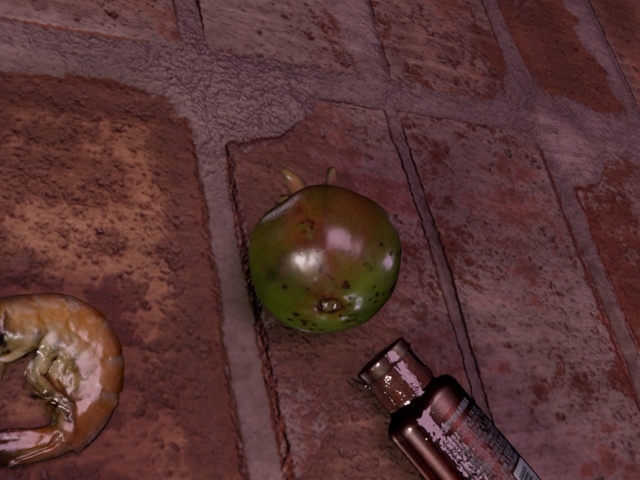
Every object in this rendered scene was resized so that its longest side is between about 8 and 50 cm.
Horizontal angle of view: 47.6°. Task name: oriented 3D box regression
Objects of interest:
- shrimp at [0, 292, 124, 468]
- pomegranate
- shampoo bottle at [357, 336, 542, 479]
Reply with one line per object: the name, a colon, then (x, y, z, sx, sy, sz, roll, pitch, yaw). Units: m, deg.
shrimp: (-0.324, 0.123, 0.662, 0.296, 0.058, 0.169, 7, 62, -32)
pomegranate: (0.000, 0.000, 0.866, 0.182, 0.181, 0.224, 13, 40, -25)
shampoo bottle: (0.174, 0.262, 0.863, 0.323, 0.084, 0.129, 48, 46, 4)
